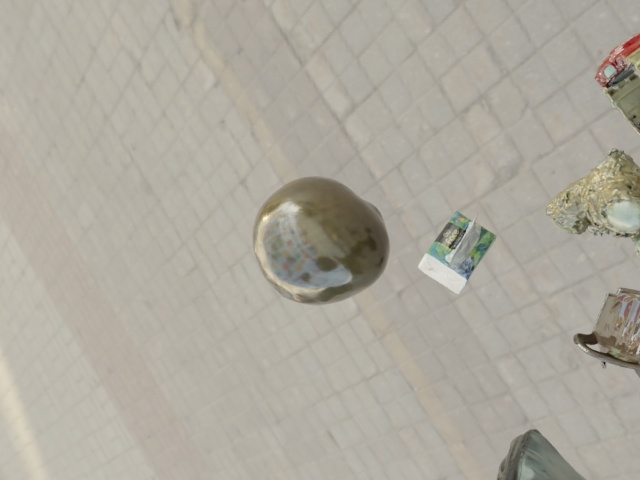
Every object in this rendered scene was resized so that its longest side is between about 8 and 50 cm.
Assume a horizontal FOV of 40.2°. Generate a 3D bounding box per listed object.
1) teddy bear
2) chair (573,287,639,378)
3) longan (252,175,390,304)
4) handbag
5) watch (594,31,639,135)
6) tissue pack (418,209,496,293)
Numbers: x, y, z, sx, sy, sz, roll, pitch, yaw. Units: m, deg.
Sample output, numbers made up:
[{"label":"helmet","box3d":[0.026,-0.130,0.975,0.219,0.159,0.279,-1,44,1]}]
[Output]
[{"label":"teddy bear","box3d":[0.562,-0.042,1.529,0.256,0.156,0.267,32,172,-15]},{"label":"chair","box3d":[0.658,0.192,1.854,0.175,0.326,0.183,19,85,26]},{"label":"longan","box3d":[0.000,0.000,1.665,0.258,0.258,0.258,32,136,37]},{"label":"handbag","box3d":[0.282,0.343,1.042,0.075,0.332,0.192,-44,80,19]},{"label":"watch","box3d":[0.517,-0.179,1.280,0.268,0.102,0.165,54,175,-1]},{"label":"tissue pack","box3d":[0.229,0.013,1.441,0.085,0.111,0.079,34,148,10]}]
